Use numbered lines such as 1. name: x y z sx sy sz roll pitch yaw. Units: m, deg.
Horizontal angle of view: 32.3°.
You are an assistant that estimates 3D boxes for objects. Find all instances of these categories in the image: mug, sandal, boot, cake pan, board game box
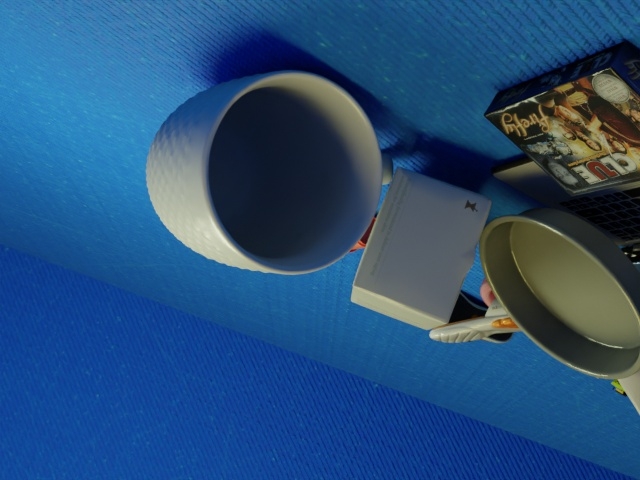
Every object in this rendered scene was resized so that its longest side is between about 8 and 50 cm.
1. mug: -0.068 -0.101 1.635 0.374 0.276 0.328 -5 -175 -29
2. sandal: 0.295 0.109 1.786 0.265 0.076 0.102 -13 162 26
3. boot: 0.266 0.160 2.344 0.244 0.088 0.176 23 166 -21
4. cake pan: 0.354 0.069 1.575 0.293 0.054 0.293 39 155 23
5. board game box: 0.322 -0.133 1.291 0.165 0.042 0.243 39 160 -15

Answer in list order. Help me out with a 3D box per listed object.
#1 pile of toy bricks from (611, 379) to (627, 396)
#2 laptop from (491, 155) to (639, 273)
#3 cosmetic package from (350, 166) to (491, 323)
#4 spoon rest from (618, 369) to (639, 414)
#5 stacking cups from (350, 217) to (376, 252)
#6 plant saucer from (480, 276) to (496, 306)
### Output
1. pile of toy bricks: 0.613 0.233 2.144 0.212 0.118 0.105 30 143 34
2. laptop: 0.456 0.058 1.464 0.408 0.236 0.382 27 163 -19
3. cosmetic package: 0.149 0.024 1.728 0.155 0.197 0.365 21 173 4
4. spoon rest: 0.614 0.283 2.020 0.137 0.276 0.084 -1 142 -29
5. stacking cups: 0.000 0.000 2.125 0.096 0.096 0.316 30 162 -30
6. plant saucer: 0.447 0.106 1.924 0.332 0.084 0.332 19 164 5
